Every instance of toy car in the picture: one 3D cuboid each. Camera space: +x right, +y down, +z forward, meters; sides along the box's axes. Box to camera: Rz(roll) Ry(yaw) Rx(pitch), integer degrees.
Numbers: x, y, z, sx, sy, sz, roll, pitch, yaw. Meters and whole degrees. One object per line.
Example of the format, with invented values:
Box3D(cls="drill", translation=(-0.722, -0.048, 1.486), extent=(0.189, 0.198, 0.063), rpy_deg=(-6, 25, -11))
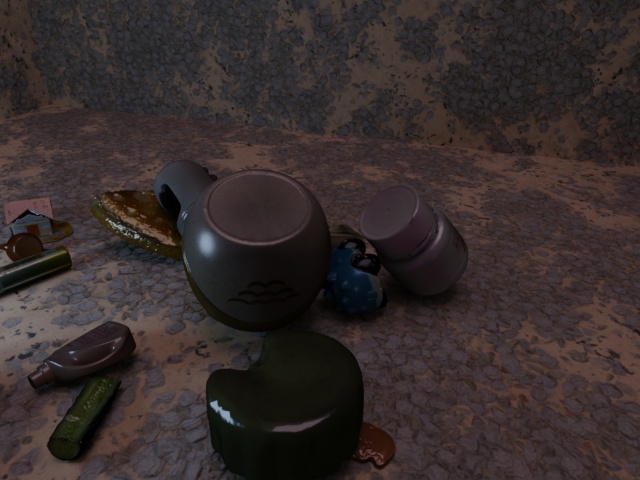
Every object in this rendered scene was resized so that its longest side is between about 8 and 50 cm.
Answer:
Box3D(cls="toy car", translation=(0.088, 0.122, 1.467), extent=(0.190, 0.188, 0.255), rpy_deg=(-20, 30, -8))

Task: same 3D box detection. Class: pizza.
Box3D(cls="pizza", translation=(-0.591, -0.084, 1.793), extent=(0.440, 0.130, 0.406), rpy_deg=(27, 30, 2))

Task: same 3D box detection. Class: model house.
Box3D(cls="model house", translation=(-1.071, -0.090, 1.779), extent=(0.220, 0.135, 0.207), rpy_deg=(-13, 32, -25))

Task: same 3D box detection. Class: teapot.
Box3D(cls="teapot", translation=(-1.020, 0.029, 1.622), extent=(0.116, 0.116, 0.173), rpy_deg=(30, 13, 38))

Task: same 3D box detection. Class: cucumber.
Box3D(cls="cucumber", translation=(-0.529, 0.395, 1.071), extent=(0.078, 0.062, 0.211), rpy_deg=(16, 21, -6))

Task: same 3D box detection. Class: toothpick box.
Box3D(cls="toothpick box", translation=(-0.453, -0.161, 1.681), extent=(0.229, 0.229, 0.316), rpy_deg=(-19, 52, -33))
Box3D(cls="toothpick box", translation=(-0.179, 0.045, 1.337), extent=(0.409, 0.425, 0.408), rpy_deg=(4, 47, -4))

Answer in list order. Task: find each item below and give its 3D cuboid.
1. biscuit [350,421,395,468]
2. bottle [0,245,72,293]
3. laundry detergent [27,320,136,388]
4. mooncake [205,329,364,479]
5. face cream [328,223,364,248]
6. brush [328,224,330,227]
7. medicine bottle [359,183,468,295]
Box3D(cls="biscuit", translation=(0.102, 0.452, 1.053), extent=(0.131, 0.019, 0.102), rpy_deg=(15, 31, 21))
Box3D(cls="bottle", translation=(-0.956, 0.103, 1.506), extent=(0.082, 0.082, 0.286), rpy_deg=(25, 36, 33))
Box3D(cls="laundry detergent", translation=(-0.589, 0.295, 1.182), extent=(0.171, 0.076, 0.237), rpy_deg=(3, 24, 39))
Box3D(cls="mooncake", translation=(-0.065, 0.358, 1.032), extent=(0.352, 0.187, 0.351), rpy_deg=(-1, 22, 1))
Box3D(cls="face cream", translation=(0.000, 0.000, 1.774), extent=(0.341, 0.084, 0.137), rpy_deg=(-15, 35, -34))
Box3D(cls="brush", translation=(0.043, -0.017, 1.871), extent=(0.103, 0.013, 0.272), rpy_deg=(-22, 39, -36))
Box3D(cls="medicine bottle", translation=(0.294, -0.001, 1.493), extent=(0.256, 0.325, 0.256), rpy_deg=(-27, 40, 25))
